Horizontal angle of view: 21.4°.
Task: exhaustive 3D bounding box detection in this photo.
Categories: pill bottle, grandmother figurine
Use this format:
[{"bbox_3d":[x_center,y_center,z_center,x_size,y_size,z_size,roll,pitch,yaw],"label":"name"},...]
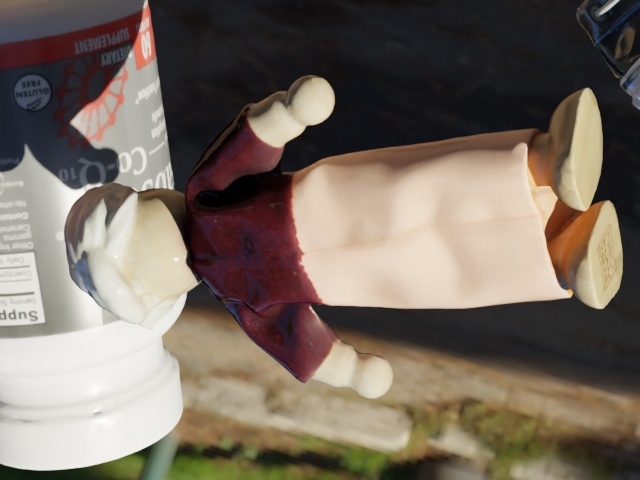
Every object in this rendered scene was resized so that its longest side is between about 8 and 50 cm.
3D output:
[{"bbox_3d":[-0.217,-0.020,1.339,0.210,0.363,0.210,-6,-162,2],"label":"pill bottle"},{"bbox_3d":[0.000,0.000,1.007,0.342,0.208,0.104,-3,-164,23],"label":"grandmother figurine"}]

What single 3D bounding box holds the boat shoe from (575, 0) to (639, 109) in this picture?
[{"bbox_3d":[0.259,-0.209,1.058,0.119,0.121,0.335,43,137,8],"label":"boat shoe"}]
